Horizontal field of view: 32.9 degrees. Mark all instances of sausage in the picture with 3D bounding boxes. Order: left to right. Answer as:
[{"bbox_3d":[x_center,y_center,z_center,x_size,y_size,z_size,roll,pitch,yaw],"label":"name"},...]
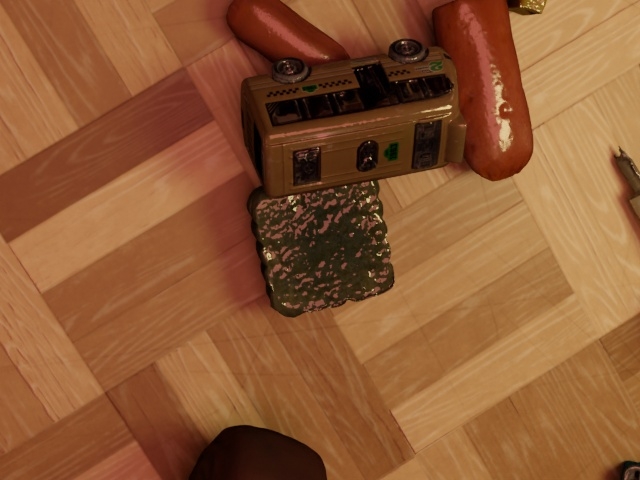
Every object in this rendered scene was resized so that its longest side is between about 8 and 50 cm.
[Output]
[{"bbox_3d":[-0.040,-0.270,1.481,0.194,0.077,0.077,33,91,-13],"label":"sausage"},{"bbox_3d":[0.229,-0.213,1.519,0.113,0.113,0.259,-14,99,-8],"label":"sausage"}]

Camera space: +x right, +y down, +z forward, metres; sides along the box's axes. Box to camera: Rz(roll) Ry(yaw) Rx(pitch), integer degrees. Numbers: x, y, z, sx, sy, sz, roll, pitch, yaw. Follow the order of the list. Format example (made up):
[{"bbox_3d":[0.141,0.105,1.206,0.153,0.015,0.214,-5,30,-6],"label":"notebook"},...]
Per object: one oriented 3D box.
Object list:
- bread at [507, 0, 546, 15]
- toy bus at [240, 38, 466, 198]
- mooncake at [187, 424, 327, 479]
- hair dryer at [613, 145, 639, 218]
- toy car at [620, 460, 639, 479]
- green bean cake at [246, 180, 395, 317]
[{"bbox_3d":[0.313,-0.428,1.515,0.049,0.088,0.226,16,96,-10],"label":"bread"},{"bbox_3d":[0.048,-0.156,1.430,0.289,0.157,0.139,-10,138,-12],"label":"toy bus"},{"bbox_3d":[-0.116,0.427,1.447,0.174,0.334,0.326,21,134,-11],"label":"mooncake"},{"bbox_3d":[0.530,0.015,1.592,0.107,0.173,0.357,-34,89,-6],"label":"hair dryer"},{"bbox_3d":[0.543,0.399,1.671,0.191,0.100,0.097,11,96,8],"label":"toy car"},{"bbox_3d":[0.000,0.000,1.514,0.183,0.094,0.185,-14,100,-8],"label":"green bean cake"}]
